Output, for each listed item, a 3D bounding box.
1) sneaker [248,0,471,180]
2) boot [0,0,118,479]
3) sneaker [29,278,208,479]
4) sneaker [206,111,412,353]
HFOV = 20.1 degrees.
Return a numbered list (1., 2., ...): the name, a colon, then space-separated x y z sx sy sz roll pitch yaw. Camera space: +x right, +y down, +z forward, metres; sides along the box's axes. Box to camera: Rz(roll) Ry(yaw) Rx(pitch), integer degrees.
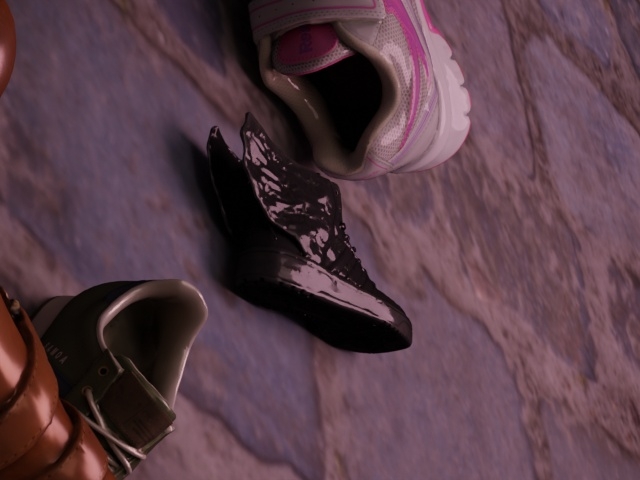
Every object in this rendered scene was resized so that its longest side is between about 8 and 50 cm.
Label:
1. sneaker: 0.008 -0.146 1.068 0.252 0.103 0.111 66 30 -9
2. boot: -0.129 0.034 0.588 0.220 0.283 0.109 55 49 -13
3. sneaker: -0.106 0.081 0.781 0.064 0.086 0.192 56 35 -26
4. sneaker: -0.002 0.001 1.026 0.170 0.051 0.089 28 57 -46
